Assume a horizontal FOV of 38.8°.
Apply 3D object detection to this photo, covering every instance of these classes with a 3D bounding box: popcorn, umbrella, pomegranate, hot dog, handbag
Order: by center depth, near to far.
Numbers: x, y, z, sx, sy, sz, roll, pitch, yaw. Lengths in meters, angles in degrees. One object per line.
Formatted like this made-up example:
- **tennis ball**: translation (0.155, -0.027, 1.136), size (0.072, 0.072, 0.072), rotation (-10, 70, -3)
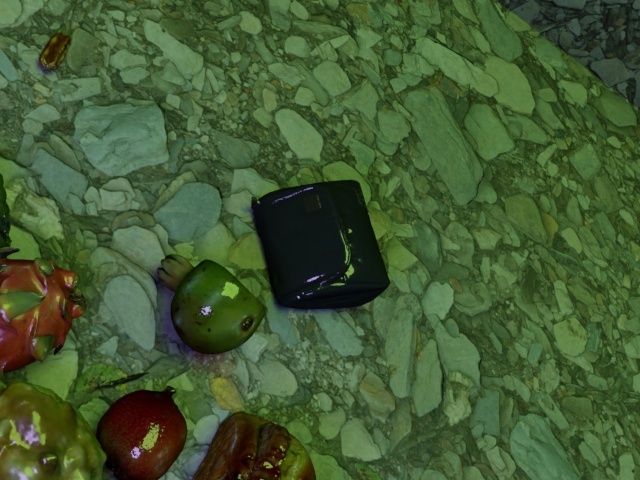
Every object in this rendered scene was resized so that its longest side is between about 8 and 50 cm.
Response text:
- **popcorn**: translation (-0.496, 0.388, 1.486), size (0.335, 0.274, 0.279), rotation (56, 19, -8)
- **hot dog**: translation (-0.144, 0.498, 1.698), size (0.185, 0.223, 0.405), rotation (40, 49, -16)
- **umbrella**: translation (-0.387, 0.274, 1.780), size (0.122, 0.022, 0.013), rotation (-6, 44, -49)
- **pomegranate**: translation (-0.243, 0.131, 1.857), size (0.241, 0.190, 0.159), rotation (46, 73, -8)
- **hot dog**: translation (-0.585, -0.415, 2.002), size (0.049, 0.037, 0.122), rotation (25, 47, -9)
- **handbag**: translation (0.003, -0.001, 2.106), size (0.275, 0.178, 0.302), rotation (0, 66, -36)

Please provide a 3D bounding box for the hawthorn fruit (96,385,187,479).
- **hawthorn fruit**: translation (-0.320, 0.355, 1.682), size (0.169, 0.169, 0.188), rotation (46, 63, -7)

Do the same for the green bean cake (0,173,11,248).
- **green bean cake**: translation (-0.688, -0.038, 1.665), size (0.214, 0.113, 0.200), rotation (2, 66, -34)

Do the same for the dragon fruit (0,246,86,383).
- **dragon fruit**: translation (-0.541, 0.124, 1.619), size (0.224, 0.224, 0.227), rotation (45, 55, -7)
